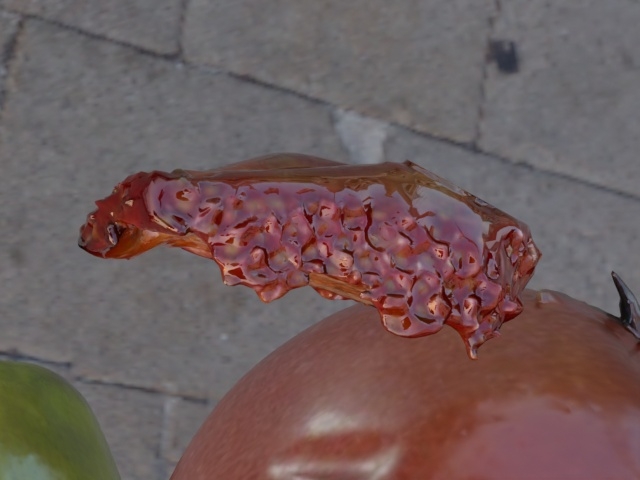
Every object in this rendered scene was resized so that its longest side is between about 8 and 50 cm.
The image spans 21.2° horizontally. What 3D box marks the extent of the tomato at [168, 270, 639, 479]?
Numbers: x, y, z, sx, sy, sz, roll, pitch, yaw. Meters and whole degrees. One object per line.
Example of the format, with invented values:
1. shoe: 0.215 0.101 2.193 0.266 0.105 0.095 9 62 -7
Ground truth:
1. tomato: 0.052 0.189 0.683 0.272 0.341 0.341 -19 99 -6

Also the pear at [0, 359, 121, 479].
1. pear: -0.253 0.214 1.124 0.294 0.294 0.294 2 86 -35

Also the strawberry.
1. strawberry: 0.001 -0.003 0.473 0.152 0.104 0.048 19 85 -54
